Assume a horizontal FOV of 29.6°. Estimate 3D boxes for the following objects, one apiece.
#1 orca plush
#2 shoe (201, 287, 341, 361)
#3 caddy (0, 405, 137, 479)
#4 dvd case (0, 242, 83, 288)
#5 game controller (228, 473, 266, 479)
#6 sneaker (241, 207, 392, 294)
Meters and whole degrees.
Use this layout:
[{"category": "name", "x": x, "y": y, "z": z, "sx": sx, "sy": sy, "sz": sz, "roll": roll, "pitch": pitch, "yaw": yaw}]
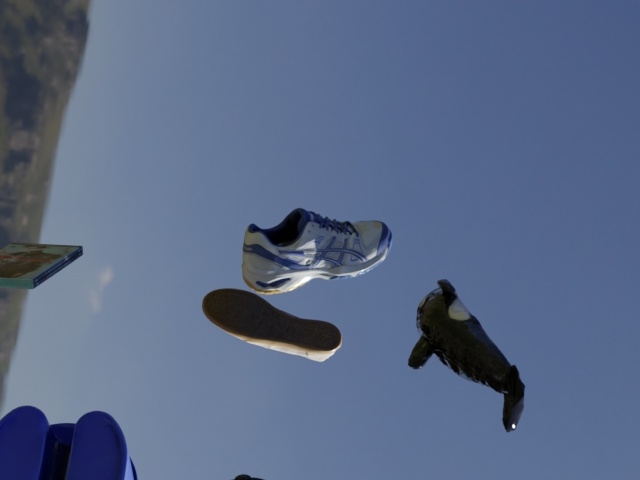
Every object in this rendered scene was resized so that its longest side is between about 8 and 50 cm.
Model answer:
[{"category": "orca plush", "x": 0.167, "y": 0.153, "z": 1.537, "sx": 0.151, "sy": 0.102, "sz": 0.287, "roll": 60, "pitch": -2, "yaw": -37}, {"category": "shoe", "x": -0.078, "y": 0.134, "z": 1.835, "sx": 0.058, "sy": 0.219, "sz": 0.077, "roll": 120, "pitch": -12, "yaw": -58}, {"category": "caddy", "x": -0.410, "y": 0.419, "z": 1.869, "sx": 0.179, "sy": 0.241, "sz": 0.341, "roll": 100, "pitch": -5, "yaw": -53}, {"category": "dvd case", "x": -0.314, "y": 0.026, "z": 1.274, "sx": 0.119, "sy": 0.087, "sz": 0.013, "roll": -46, "pitch": 136, "yaw": -69}, {"category": "game controller", "x": -0.064, "y": 0.349, "z": 1.354, "sx": 0.319, "sy": 0.166, "sz": 0.067, "roll": 23, "pitch": -70, "yaw": 55}, {"category": "sneaker", "x": 0.000, "y": 0.000, "z": 2.174, "sx": 0.112, "sy": 0.296, "sz": 0.131, "roll": 40, "pitch": -40, "yaw": 51}]
